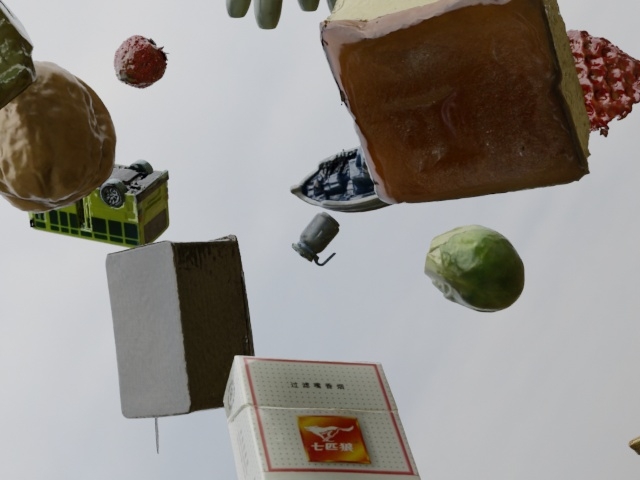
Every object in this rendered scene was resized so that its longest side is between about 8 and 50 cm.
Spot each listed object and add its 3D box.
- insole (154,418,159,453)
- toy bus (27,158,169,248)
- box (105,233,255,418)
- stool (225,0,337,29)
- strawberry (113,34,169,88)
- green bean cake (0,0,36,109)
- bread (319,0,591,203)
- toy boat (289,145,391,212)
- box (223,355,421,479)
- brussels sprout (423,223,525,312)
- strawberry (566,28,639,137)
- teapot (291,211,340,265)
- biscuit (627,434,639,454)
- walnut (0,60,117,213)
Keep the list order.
[{"bbox_3d":[-0.270,0.284,1.984,0.045,0.002,0.135,94,171,-65],"label":"insole"},{"bbox_3d":[-0.422,-0.075,2.259,0.128,0.262,0.150,-49,-37,-55],"label":"toy bus"},{"bbox_3d":[-0.219,0.136,1.901,0.143,0.184,0.273,0,-100,-47],"label":"box"},{"bbox_3d":[-0.056,-0.468,2.038,0.195,0.195,0.198,-9,-71,-24],"label":"stool"},{"bbox_3d":[-0.333,-0.322,2.189,0.106,0.106,0.106,-47,-23,-28],"label":"strawberry"},{"bbox_3d":[-0.523,-0.315,1.735,0.124,0.233,0.236,-38,-56,1],"label":"green bean cake"},{"bbox_3d":[0.196,-0.220,1.727,0.323,0.333,0.143,65,-149,-31],"label":"bread"},{"bbox_3d":[0.088,-0.134,2.334,0.142,0.309,0.129,52,-153,-55],"label":"toy boat"},{"bbox_3d":[0.006,0.288,1.505,0.210,0.330,0.095,5,-55,-18],"label":"box"},{"bbox_3d":[0.274,0.047,2.129,0.161,0.181,0.143,81,-149,-84],"label":"brussels sprout"},{"bbox_3d":[0.457,-0.279,2.091,0.234,0.178,0.234,-35,6,4],"label":"strawberry"},{"bbox_3d":[-0.003,-0.002,2.020,0.083,0.049,0.063,-51,-50,-5],"label":"teapot"},{"bbox_3d":[0.521,0.306,1.880,0.081,0.018,0.083,-32,-28,12],"label":"biscuit"},{"bbox_3d":[-0.462,-0.178,2.005,0.257,0.257,0.224,-51,1,-21],"label":"walnut"}]
